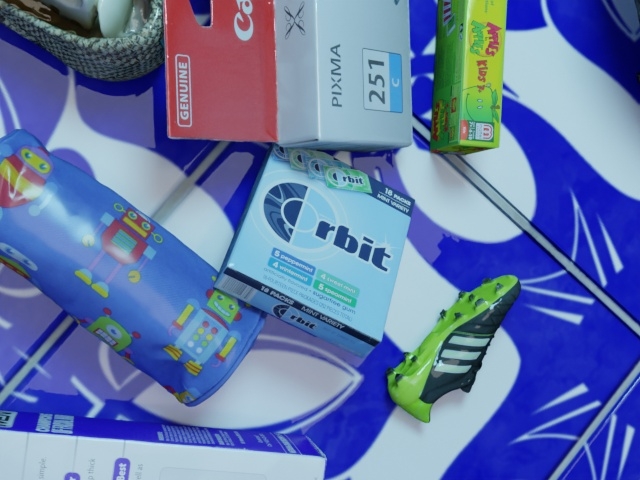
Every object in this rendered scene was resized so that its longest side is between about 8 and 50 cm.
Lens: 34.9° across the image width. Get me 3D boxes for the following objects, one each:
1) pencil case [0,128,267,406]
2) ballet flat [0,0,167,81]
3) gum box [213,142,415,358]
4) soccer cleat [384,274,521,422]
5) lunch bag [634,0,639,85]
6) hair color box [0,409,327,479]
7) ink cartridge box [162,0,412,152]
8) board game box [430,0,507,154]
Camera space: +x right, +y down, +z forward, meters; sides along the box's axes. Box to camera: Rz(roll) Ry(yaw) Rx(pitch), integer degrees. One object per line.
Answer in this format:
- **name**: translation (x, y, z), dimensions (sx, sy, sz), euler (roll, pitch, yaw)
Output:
- **pencil case**: translation (-0.200, 0.026, 0.938), dimensions (0.306, 0.133, 0.119), euler (37, 47, -10)
- **ballet flat**: translation (-0.329, -0.307, 0.877), dimensions (0.483, 0.182, 0.164), euler (32, 84, -10)
- **gum box**: translation (0.000, 0.000, 0.971), dimensions (0.157, 0.041, 0.184), euler (26, 49, -11)
- **soccer cleat**: translation (0.145, 0.109, 1.048), dimensions (0.179, 0.060, 0.072), euler (-44, 108, -2)
- **lunch bag**: translation (0.460, -0.250, 1.001), dimensions (0.305, 0.212, 0.256), euler (-22, 119, 10)
- **hair color box**: translation (-0.178, 0.267, 0.950), dimensions (0.339, 0.110, 0.185), euler (8, 90, -14)
- **ink cartridge box**: translation (-0.023, -0.234, 0.941), dimensions (0.261, 0.066, 0.296), euler (-3, 91, -45)
- **board game box**: translation (0.149, -0.181, 1.026), dimensions (0.043, 0.092, 0.181), euler (3, 90, -12)
